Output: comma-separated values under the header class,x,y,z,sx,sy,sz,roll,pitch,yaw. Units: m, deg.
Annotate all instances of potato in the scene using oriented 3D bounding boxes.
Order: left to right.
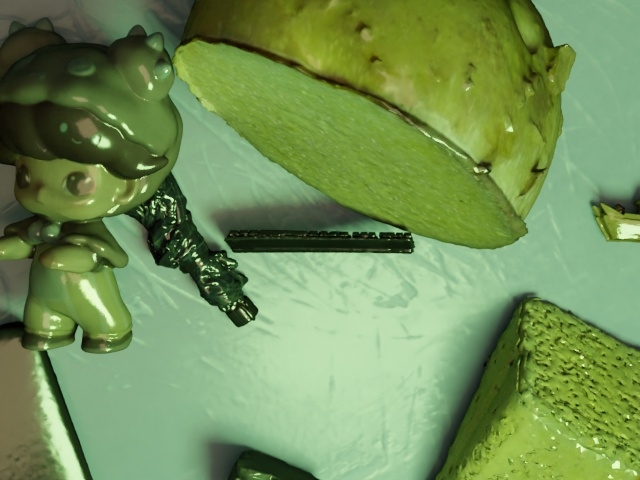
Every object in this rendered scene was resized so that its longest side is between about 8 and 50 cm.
class,x,y,z,sx,sy,sz,roll,pitch,yaw
potato,0.088,-0.225,1.565,0.442,0.385,0.319,34,73,-40

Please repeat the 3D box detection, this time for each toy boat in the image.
class,x,y,z,sx,sy,sz,roll,pitch,yaw
toy boat,0.455,-0.030,1.823,0.206,0.064,0.072,4,84,-10

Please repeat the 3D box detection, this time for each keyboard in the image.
class,x,y,z,sx,sy,sz,roll,pitch,yaw
keyboard,0.000,-0.001,1.718,0.231,0.072,0.023,0,78,6

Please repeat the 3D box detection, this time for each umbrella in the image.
class,x,y,z,sx,sy,sz,roll,pitch,yaw
umbrella,-0.158,0.021,1.725,0.080,0.071,0.224,-30,109,23

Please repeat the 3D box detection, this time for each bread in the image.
class,x,y,z,sx,sy,sz,roll,pitch,yaw
bread,0.288,0.273,1.845,0.248,0.279,0.315,28,137,-12

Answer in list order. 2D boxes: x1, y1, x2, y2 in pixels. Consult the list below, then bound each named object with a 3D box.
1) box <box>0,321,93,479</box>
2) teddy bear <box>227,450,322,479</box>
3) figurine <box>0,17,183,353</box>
class,x,y,z,sx,sy,sz,roll,pitch,yaw
box,-0.442,0.267,1.715,0.290,0.073,0.289,-19,102,-5
teddy bear,-0.054,0.396,1.770,0.171,0.144,0.251,6,102,-25
figurine,-0.272,-0.061,1.609,0.248,0.203,0.380,8,98,31
